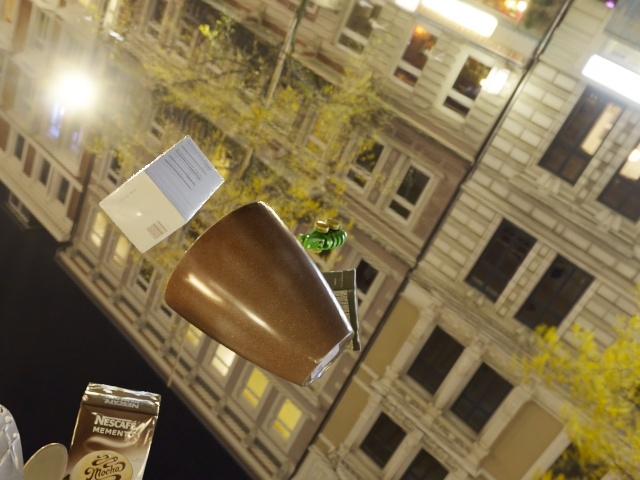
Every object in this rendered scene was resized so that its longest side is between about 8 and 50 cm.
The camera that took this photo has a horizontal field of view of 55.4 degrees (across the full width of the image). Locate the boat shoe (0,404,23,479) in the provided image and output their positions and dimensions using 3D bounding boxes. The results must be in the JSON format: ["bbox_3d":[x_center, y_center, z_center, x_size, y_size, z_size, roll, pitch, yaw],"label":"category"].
[{"bbox_3d":[-0.408,0.370,0.697,0.131,0.132,0.355,-12,-104,-7],"label":"boat shoe"}]

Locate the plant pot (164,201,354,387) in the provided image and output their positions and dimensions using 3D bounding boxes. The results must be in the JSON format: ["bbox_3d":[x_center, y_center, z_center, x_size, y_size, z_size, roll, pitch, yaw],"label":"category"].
[{"bbox_3d":[-0.070,0.098,0.897,0.230,0.215,0.215,42,-150,16],"label":"plant pot"}]

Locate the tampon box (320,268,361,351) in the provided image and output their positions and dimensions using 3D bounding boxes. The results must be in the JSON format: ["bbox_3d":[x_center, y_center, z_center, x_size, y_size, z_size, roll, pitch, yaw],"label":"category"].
[{"bbox_3d":[0.038,0.166,1.435,0.102,0.160,0.120,-5,-162,4],"label":"tampon box"}]

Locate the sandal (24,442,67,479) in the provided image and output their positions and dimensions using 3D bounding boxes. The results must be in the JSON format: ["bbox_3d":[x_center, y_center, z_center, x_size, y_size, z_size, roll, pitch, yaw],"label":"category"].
[{"bbox_3d":[-0.611,0.534,1.277,0.088,0.239,0.079,24,167,-36],"label":"sandal"}]

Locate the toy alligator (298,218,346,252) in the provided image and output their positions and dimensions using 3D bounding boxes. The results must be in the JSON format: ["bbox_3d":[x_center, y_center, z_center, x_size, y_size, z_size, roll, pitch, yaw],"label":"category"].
[{"bbox_3d":[0.000,0.000,1.169,0.051,0.056,0.190,30,-153,27],"label":"toy alligator"}]

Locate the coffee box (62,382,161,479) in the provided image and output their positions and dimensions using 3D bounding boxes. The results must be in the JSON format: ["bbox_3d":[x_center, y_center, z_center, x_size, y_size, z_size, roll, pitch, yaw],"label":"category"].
[{"bbox_3d":[-0.478,0.490,1.370,0.168,0.296,0.119,13,-173,-13],"label":"coffee box"}]

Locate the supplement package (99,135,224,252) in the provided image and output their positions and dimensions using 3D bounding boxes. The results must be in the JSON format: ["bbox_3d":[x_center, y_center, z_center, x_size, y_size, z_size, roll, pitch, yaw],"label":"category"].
[{"bbox_3d":[-0.330,-0.106,1.309,0.133,0.139,0.244,53,-156,-15],"label":"supplement package"}]
